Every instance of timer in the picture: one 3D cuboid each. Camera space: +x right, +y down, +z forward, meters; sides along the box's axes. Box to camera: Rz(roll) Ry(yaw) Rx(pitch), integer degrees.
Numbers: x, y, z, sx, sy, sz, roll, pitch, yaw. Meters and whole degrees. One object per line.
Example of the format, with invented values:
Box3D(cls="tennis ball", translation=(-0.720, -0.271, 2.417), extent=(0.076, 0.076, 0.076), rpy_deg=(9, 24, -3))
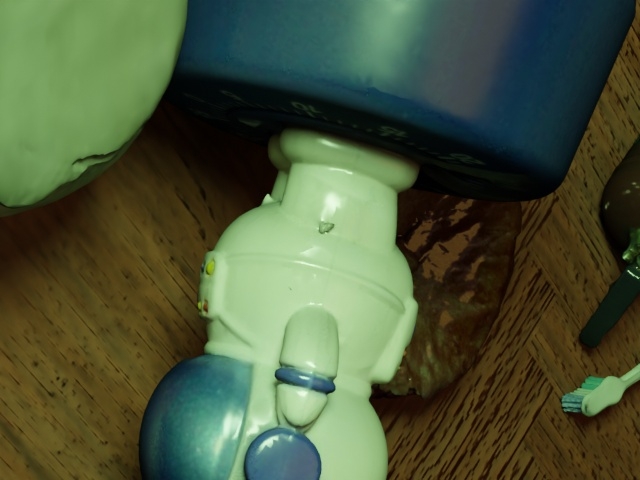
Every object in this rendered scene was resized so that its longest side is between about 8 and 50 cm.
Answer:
Box3D(cls="timer", translation=(0.000, 0.000, 1.058), extent=(0.270, 0.270, 0.383), rpy_deg=(22, 81, -44))

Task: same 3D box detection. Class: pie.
Box3D(cls="pie", translation=(0.053, 0.001, 1.255), extent=(0.204, 0.054, 0.219), rpy_deg=(31, 73, -42))

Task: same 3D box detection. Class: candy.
Box3D(cls="candy", translation=(-0.182, -0.143, 0.917), extent=(0.295, 0.185, 0.295), rpy_deg=(-32, 126, -59))

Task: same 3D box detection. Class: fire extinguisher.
Box3D(cls="fire extinguisher", translation=(0.302, -0.065, 1.462), extent=(0.337, 0.114, 0.135), rpy_deg=(-52, 171, -29))

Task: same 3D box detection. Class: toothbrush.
Box3D(cls="toothbrush", translation=(0.291, 0.072, 1.517), extent=(0.304, 0.030, 0.030), rpy_deg=(-27, 113, -40))
